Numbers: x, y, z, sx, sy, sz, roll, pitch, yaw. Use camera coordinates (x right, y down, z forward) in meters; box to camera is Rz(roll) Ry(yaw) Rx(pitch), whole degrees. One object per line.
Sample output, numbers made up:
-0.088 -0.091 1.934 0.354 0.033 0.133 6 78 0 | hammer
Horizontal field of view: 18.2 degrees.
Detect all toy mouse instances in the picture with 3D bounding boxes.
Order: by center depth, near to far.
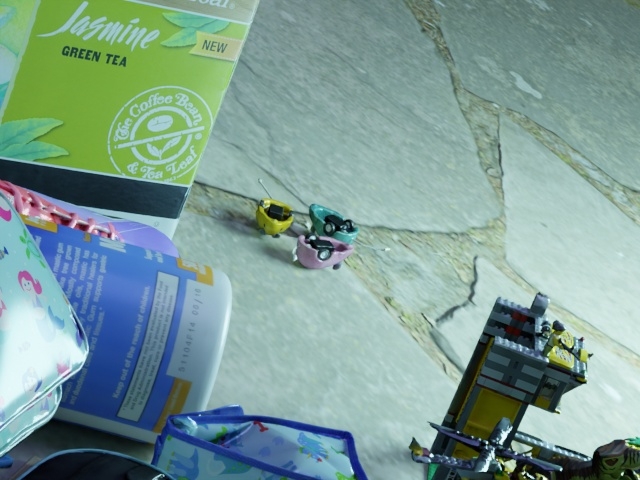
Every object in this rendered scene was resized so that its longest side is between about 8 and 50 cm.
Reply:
0.000 0.000 2.061 0.143 0.031 0.161 17 23 -10 | toy mouse

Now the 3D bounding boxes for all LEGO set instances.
0.208 0.181 1.625 0.255 0.192 0.331 24 23 6 | LEGO set

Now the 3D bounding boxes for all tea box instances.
-0.279 -0.160 1.795 0.329 0.323 0.220 7 26 -29 | tea box

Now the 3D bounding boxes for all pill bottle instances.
-0.219 0.061 1.569 0.272 0.152 0.152 17 23 -13 | pill bottle

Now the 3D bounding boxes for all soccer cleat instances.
-0.254 0.000 1.687 0.318 0.116 0.108 8 56 -25 | soccer cleat

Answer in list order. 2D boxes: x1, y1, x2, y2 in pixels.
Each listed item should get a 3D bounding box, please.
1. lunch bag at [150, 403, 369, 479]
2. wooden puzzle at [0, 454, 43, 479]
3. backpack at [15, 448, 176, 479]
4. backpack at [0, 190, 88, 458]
-0.058 0.194 1.441 0.151 0.129 0.096 11 23 -19 | lunch bag
-0.198 0.187 1.484 0.116 0.014 0.078 23 22 4 | wooden puzzle
-0.152 0.227 1.248 0.166 0.144 0.188 28 46 19 | backpack
-0.297 0.051 1.346 0.253 0.191 0.225 58 28 -3 | backpack
